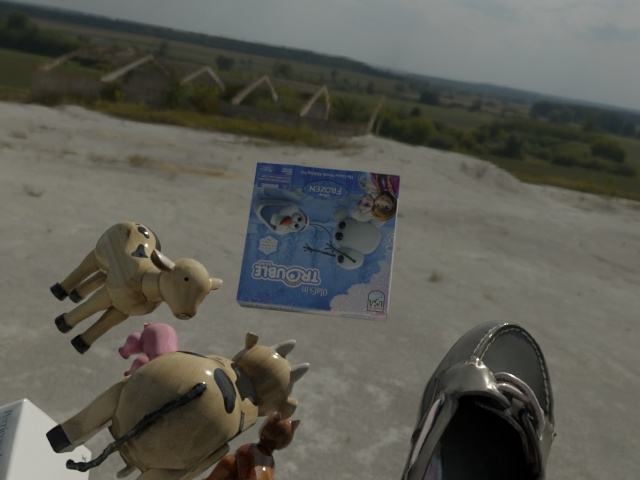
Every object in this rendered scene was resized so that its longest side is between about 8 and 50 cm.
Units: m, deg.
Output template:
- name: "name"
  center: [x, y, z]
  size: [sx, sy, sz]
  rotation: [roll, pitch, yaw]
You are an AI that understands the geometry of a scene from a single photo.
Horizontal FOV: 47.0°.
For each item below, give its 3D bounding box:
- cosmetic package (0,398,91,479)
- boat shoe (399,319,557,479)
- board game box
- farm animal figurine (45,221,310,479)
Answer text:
- name: "cosmetic package"
  center: [-0.380, 0.317, 0.761]
  size: [0.225, 0.138, 0.224]
  rotation: [-18, 43, 8]
- name: "boat shoe"
  center: [0.106, 0.172, 0.506]
  size: [0.112, 0.095, 0.335]
  rotation: [41, 51, -2]
- name: "board game box"
  center: [0.000, 0.000, 0.448]
  size: [0.090, 0.090, 0.020]
  rotation: [5, -15, 4]
- name: "farm animal figurine"
  center: [-0.110, 0.125, 0.657]
  size: [0.330, 0.172, 0.327]
  rotation: [53, 3, -4]
